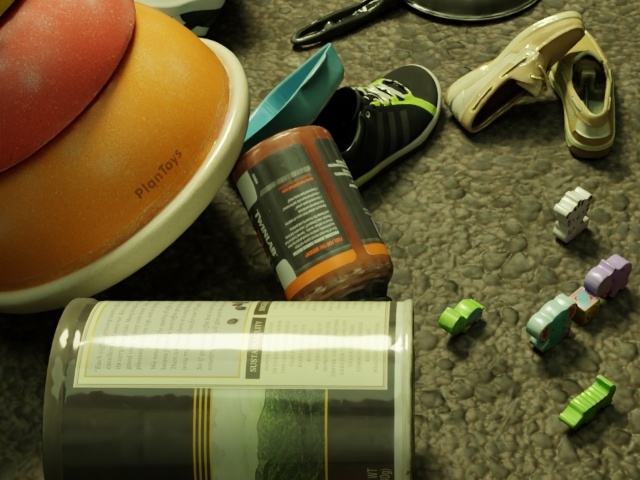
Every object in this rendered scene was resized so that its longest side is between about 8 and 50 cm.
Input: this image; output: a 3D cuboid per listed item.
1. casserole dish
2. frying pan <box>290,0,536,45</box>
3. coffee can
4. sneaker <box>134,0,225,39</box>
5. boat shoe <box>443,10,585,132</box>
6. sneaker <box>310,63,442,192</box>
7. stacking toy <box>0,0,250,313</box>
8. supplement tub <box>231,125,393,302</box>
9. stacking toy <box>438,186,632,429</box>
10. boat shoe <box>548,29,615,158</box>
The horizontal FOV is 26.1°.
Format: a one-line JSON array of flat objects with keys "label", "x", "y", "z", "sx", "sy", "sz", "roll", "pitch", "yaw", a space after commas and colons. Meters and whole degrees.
[{"label": "casserole dish", "x": -0.035, "y": -0.132, "z": 1.414, "sx": 0.037, "sy": 0.188, "sz": 0.114, "roll": 40, "pitch": 59, "yaw": -11}, {"label": "frying pan", "x": 0.113, "y": -0.325, "z": 1.649, "sx": 0.326, "sy": 0.053, "sz": 0.197, "roll": -6, "pitch": 45, "yaw": -5}, {"label": "coffee can", "x": -0.062, "y": 0.146, "z": 1.106, "sx": 0.275, "sy": 0.202, "sz": 0.202, "roll": 0, "pitch": 46, "yaw": 5}, {"label": "sneaker", "x": -0.191, "y": -0.220, "z": 1.502, "sx": 0.079, "sy": 0.121, "sz": 0.217, "roll": 35, "pitch": 28, "yaw": 25}, {"label": "boat shoe", "x": 0.213, "y": -0.173, "z": 1.457, "sx": 0.170, "sy": 0.063, "sz": 0.059, "roll": -36, "pitch": 58, "yaw": 16}, {"label": "sneaker", "x": 0.052, "y": -0.124, "z": 1.424, "sx": 0.084, "sy": 0.097, "sz": 0.235, "roll": 24, "pitch": 53, "yaw": 25}, {"label": "stacking toy", "x": -0.312, "y": -0.200, "z": 1.219, "sx": 0.350, "sy": 0.480, "sz": 0.351, "roll": -22, "pitch": 38, "yaw": 18}, {"label": "supplement tub", "x": 0.000, "y": 0.000, "z": 1.277, "sx": 0.106, "sy": 0.106, "sz": 0.198, "roll": -21, "pitch": 73, "yaw": -14}, {"label": "stacking toy", "x": 0.239, "y": 0.055, "z": 1.270, "sx": 0.221, "sy": 0.052, "sz": 0.167, "roll": -37, "pitch": 54, "yaw": -26}, {"label": "boat shoe", "x": 0.284, "y": -0.175, "z": 1.469, "sx": 0.068, "sy": 0.072, "sz": 0.190, "roll": -5, "pitch": 46, "yaw": 0}]
